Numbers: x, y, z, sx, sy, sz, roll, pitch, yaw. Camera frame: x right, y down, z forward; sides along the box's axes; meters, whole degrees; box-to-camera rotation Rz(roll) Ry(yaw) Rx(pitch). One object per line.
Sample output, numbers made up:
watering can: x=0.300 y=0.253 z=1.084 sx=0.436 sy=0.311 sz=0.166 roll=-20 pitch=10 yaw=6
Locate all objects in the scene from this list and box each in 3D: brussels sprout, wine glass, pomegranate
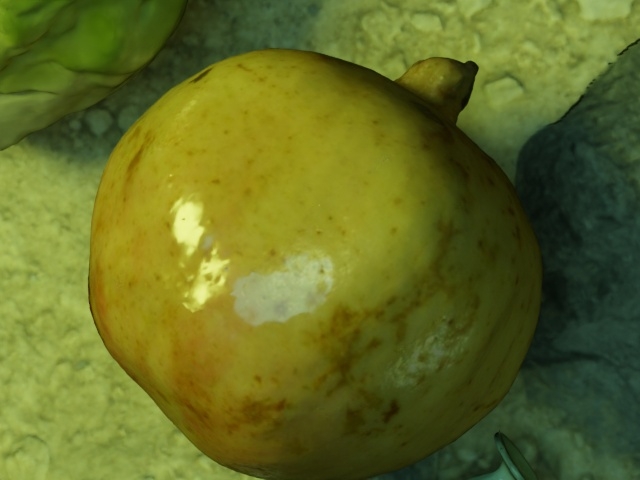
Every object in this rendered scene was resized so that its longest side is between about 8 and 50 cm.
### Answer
brussels sprout: x=-0.228 y=-0.222 z=1.348 sx=0.273 sy=0.242 sz=0.316 roll=3 pitch=98 yaw=18
wine glass: x=0.096 y=0.219 z=1.400 sx=0.155 sy=0.073 sz=0.073 roll=-34 pitch=87 yaw=9
pomegranate: x=0.000 y=0.000 z=1.288 sx=0.342 sy=0.342 sz=0.342 roll=1 pitch=94 yaw=12
